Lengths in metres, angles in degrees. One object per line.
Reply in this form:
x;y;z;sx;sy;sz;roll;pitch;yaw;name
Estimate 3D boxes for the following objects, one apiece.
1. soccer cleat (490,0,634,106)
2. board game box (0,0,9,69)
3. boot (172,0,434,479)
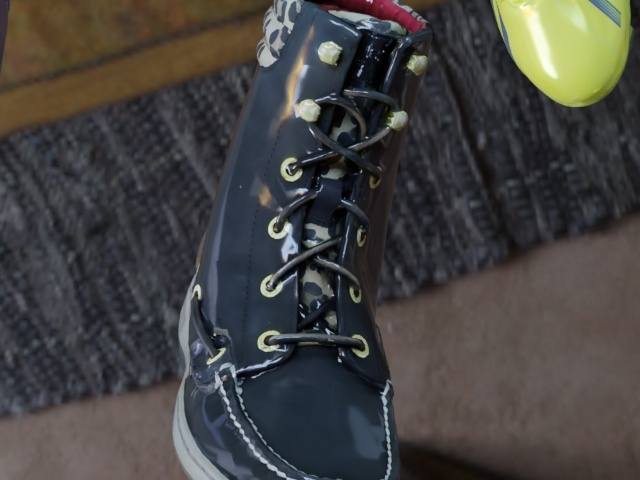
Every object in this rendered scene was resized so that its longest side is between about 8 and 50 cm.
0.118;-0.220;1.055;0.093;0.289;0.121;-22;162;33;soccer cleat
-0.278;-0.170;0.697;0.291;0.141;0.232;4;125;-8;board game box
-0.002;-0.001;0.677;0.085;0.236;0.178;11;110;-15;boot
